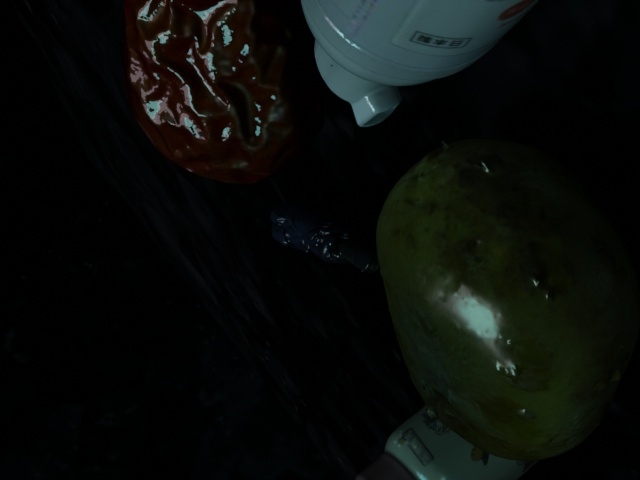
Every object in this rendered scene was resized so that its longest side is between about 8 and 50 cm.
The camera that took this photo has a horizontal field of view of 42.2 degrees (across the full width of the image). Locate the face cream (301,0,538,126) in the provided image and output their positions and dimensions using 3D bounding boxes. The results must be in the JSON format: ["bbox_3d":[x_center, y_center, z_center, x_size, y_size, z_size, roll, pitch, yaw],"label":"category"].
[{"bbox_3d":[0.057,-0.171,0.490,0.145,0.145,0.369,55,163,2],"label":"face cream"}]

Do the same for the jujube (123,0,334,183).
[{"bbox_3d":[-0.088,-0.213,0.756,0.216,0.216,0.342,44,147,35],"label":"jujube"}]

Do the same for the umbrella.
[{"bbox_3d":[0.005,0.004,1.135,0.248,0.071,0.071,31,151,52],"label":"umbrella"}]

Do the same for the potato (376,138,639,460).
[{"bbox_3d":[0.147,0.060,0.647,0.210,0.173,0.307,41,161,35],"label":"potato"}]

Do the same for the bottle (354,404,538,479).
[{"bbox_3d":[0.136,0.224,0.856,0.120,0.253,0.120,49,164,20],"label":"bottle"}]
